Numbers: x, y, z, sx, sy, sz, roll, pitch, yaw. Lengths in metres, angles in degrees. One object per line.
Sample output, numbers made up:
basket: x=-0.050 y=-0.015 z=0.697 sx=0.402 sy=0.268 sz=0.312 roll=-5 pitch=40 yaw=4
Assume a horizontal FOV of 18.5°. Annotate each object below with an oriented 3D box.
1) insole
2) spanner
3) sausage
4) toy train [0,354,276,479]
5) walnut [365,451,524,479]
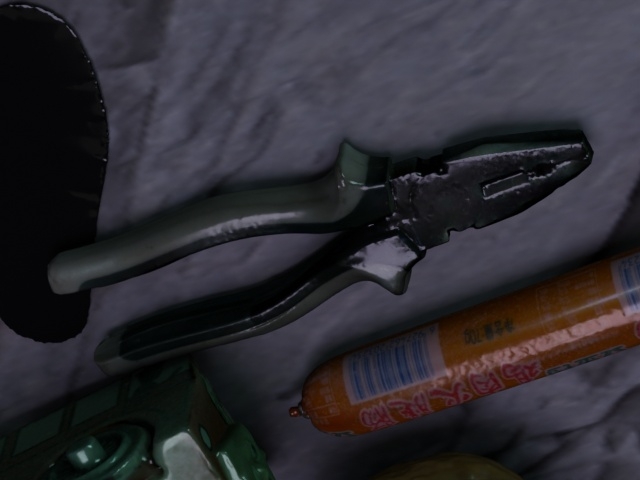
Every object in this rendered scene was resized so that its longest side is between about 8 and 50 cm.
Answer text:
insole: x=-0.161 y=-0.033 z=1.138 sx=0.080 sy=0.003 sz=0.232 roll=5 pitch=125 yaw=3
spanner: x=0.000 y=0.000 z=1.118 sx=0.324 sy=0.040 sz=0.096 roll=-19 pitch=119 yaw=18
sausage: x=0.136 y=0.047 z=1.126 sx=0.347 sy=0.053 sz=0.053 roll=-21 pitch=119 yaw=19
toy train: x=-0.176 y=0.189 z=1.175 sx=0.326 sy=0.159 sz=0.129 roll=-27 pitch=108 yaw=11
walnut: x=0.062 y=0.209 z=1.188 sx=0.184 sy=0.155 sz=0.155 roll=-18 pitch=120 yaw=20
